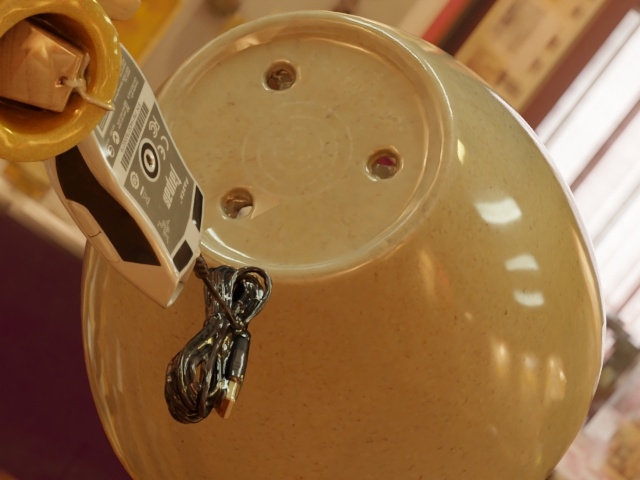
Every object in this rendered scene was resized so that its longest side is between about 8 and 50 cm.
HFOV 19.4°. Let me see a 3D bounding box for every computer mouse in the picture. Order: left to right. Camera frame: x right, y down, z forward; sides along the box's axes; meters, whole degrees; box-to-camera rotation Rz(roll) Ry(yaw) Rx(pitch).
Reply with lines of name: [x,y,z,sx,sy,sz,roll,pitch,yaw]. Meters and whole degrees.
computer mouse: [-0.080,-0.010,0.834,0.106,0.042,0.193,-74,147,-46]

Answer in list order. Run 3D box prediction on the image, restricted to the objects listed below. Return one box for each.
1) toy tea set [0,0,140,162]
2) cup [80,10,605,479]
toy tea set: [-0.082,-0.121,0.649,0.124,0.336,0.200,33,-9,46]
cup: [0.000,0.000,1.092,0.331,0.331,0.237,43,-14,24]
